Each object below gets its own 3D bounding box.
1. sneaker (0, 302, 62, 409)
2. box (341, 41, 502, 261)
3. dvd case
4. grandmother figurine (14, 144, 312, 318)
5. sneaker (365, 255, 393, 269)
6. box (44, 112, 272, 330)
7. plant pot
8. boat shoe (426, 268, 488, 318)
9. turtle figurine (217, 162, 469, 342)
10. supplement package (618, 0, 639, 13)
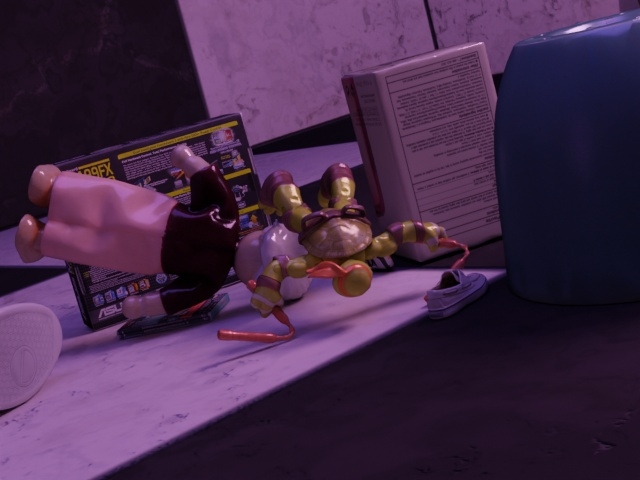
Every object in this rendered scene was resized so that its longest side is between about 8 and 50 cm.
[{"bbox_3d":[-0.394,0.139,1.114,0.147,0.104,0.296,-3,19,28],"label":"sneaker"},{"bbox_3d":[0.136,-0.108,1.345,0.149,0.232,0.127,-17,10,-15],"label":"box"},{"bbox_3d":[-0.176,0.090,1.337,0.119,0.013,0.087,-11,11,11],"label":"dvd case"},{"bbox_3d":[-0.171,-0.007,1.295,0.342,0.207,0.104,14,5,7],"label":"grandmother figurine"},{"bbox_3d":[0.058,0.026,1.323,0.037,0.032,0.083,-33,11,-17],"label":"sneaker"},{"bbox_3d":[-0.204,-0.029,1.443,0.270,0.216,0.060,-20,11,-21],"label":"box"},{"bbox_3d":[0.299,-0.097,1.058,0.293,0.235,0.293,-13,10,3],"label":"plant pot"},{"bbox_3d":[0.132,0.044,1.087,0.035,0.035,0.100,-6,13,39],"label":"boat shoe"},{"bbox_3d":[0.000,0.000,1.162,0.269,0.087,0.217,-21,38,-6],"label":"turtle figurine"},{"bbox_3d":[0.472,-0.229,1.148,0.198,0.199,0.263,-29,39,-15],"label":"supplement package"}]
